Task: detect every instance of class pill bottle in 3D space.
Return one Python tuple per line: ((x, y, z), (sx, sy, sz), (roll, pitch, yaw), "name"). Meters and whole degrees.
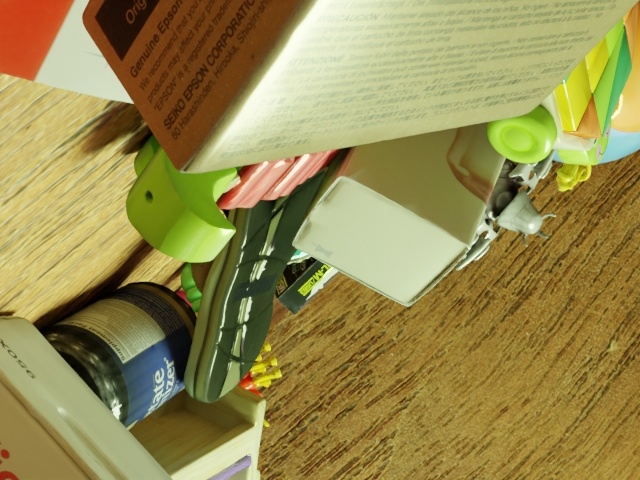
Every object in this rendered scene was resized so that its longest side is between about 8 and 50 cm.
((-0.212, 0.126, 1.089), (0.123, 0.123, 0.219), (-47, 174, 29), "pill bottle")

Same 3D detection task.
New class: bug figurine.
((-0.124, 0.141, 1.403), (0.072, 0.216, 0.279), (-18, 167, -16), "bug figurine")

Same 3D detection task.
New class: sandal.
((-0.083, 0.009, 1.100), (0.120, 0.086, 0.302), (0, 115, -59), "sandal")

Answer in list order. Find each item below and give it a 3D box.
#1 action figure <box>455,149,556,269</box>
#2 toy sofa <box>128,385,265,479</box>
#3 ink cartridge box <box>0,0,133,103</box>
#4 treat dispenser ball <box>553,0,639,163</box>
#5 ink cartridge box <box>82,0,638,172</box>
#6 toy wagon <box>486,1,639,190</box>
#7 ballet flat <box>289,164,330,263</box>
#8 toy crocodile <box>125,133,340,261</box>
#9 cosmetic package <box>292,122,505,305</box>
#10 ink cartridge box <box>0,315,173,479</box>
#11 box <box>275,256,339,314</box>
((0.132, -0.078, 1.217), (0.185, 0.285, 0.099), (-46, 146, -10), "action figure")
((-0.218, 0.263, 1.149), (0.362, 0.150, 0.177), (-23, 126, -54), "toy sofa")
((-0.024, -0.161, 0.452), (0.385, 0.091, 0.308), (-39, 173, -49), "ink cartridge box")
((0.383, -0.253, 1.674), (0.288, 0.288, 0.288), (-43, 175, -5), "treat dispenser ball")
((0.054, -0.129, 0.449), (0.235, 0.088, 0.193), (-14, 152, -46), "ink cartridge box")
((0.212, -0.186, 0.987), (0.267, 0.068, 0.344), (-59, 140, -35), "toy wagon")
((0.019, -0.056, 1.609), (0.241, 0.091, 0.077), (-41, -172, -2), "ballet flat")
((-0.039, -0.078, 0.885), (0.115, 0.105, 0.340), (-46, 175, 26), "toy crocodile")
((0.102, -0.110, 1.061), (0.296, 0.129, 0.153), (-64, -174, -28), "cosmetic package")
((-0.293, 0.289, 0.868), (0.395, 0.285, 0.166), (-43, 176, 2), "ink cartridge box")
((0.000, 0.000, 1.700), (0.184, 0.045, 0.190), (-47, -159, 8), "box")
